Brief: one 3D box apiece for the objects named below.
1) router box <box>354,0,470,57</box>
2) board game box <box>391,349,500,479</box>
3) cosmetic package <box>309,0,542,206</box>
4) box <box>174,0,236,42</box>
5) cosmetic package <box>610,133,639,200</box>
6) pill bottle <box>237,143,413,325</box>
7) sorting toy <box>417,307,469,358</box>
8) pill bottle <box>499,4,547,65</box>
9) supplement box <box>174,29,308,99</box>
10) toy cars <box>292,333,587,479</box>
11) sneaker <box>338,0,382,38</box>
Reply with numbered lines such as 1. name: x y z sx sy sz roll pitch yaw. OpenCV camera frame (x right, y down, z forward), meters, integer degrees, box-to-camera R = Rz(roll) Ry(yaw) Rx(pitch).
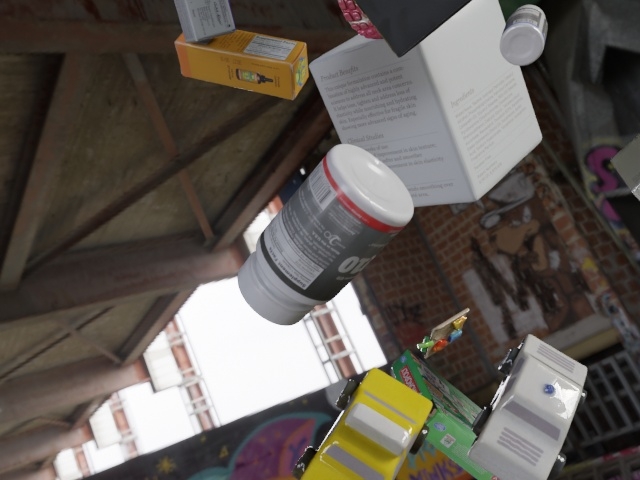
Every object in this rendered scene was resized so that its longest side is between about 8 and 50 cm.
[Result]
1. router box: 0.179 -0.286 0.510 0.308 0.081 0.243 -34 11 35
2. board game box: 0.256 0.318 1.064 0.046 0.317 0.213 -48 13 9
3. cosmetic package: 0.250 -0.320 1.596 0.329 0.394 0.327 -1 29 49
4. box: -0.199 -0.399 1.137 0.072 0.126 0.137 -18 19 -13
5. cosmetic package: 0.531 -0.080 0.999 0.113 0.160 0.309 -46 -2 23
6. pill bottle: 0.000 0.000 1.090 0.161 0.161 0.283 -2 -38 -51
7. sorting toy: 0.142 0.117 0.811 0.083 0.012 0.062 -25 -36 -30
8. pill bottle: 0.377 -0.382 1.267 0.078 0.078 0.137 -39 13 38
9. supplement box: -0.141 -0.327 1.242 0.078 0.233 0.080 88 -155 -49
10. toy cars: 0.147 0.190 0.729 0.393 0.177 0.087 -8 -36 -20
11. sneaker: 0.087 -0.484 1.140 0.120 0.300 0.112 -8 -1 27
